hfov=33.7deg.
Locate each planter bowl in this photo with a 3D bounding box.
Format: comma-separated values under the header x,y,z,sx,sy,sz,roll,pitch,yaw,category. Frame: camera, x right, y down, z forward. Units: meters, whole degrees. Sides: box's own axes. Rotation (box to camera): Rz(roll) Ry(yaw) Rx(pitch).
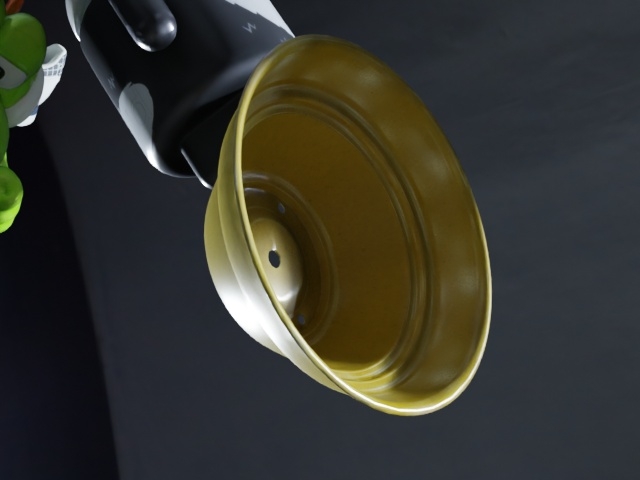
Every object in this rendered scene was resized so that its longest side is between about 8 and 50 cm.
x,y,z,sx,sy,sz,roll,pitch,yaw,category
0.000,0.000,0.603,0.090,0.217,0.217,-20,162,38,planter bowl

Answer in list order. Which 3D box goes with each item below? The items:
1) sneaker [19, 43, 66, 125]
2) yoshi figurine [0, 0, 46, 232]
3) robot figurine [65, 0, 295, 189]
x,y,z,sx,sy,sz,roll,pitch,yaw,category
-0.384,-0.206,1.104,0.235,0.090,0.095,18,121,-42,sneaker
-0.355,-0.094,0.963,0.204,0.203,0.362,-6,167,-31,yoshi figurine
-0.114,-0.172,0.958,0.174,0.278,0.209,-23,158,-27,robot figurine
